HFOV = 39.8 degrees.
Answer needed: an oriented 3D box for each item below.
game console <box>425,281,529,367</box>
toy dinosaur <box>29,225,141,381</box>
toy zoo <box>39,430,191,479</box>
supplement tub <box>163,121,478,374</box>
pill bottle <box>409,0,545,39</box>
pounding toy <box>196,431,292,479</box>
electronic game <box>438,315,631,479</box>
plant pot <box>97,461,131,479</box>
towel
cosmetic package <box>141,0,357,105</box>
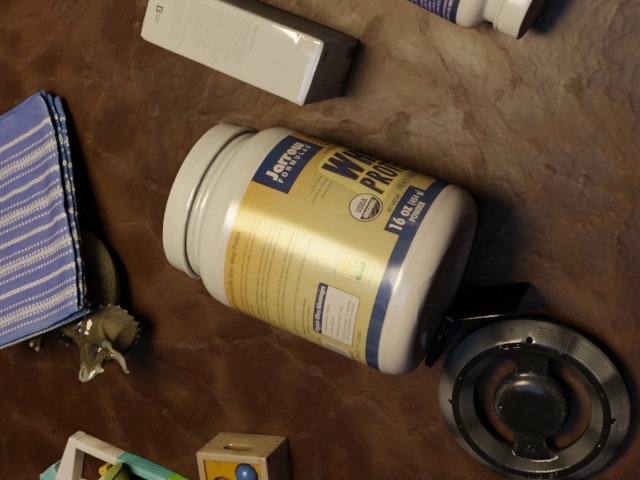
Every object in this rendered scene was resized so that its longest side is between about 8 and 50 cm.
[{"bbox_3d":[0.185,0.098,1.038,0.071,0.122,0.107,25,112,16],"label":"game console"},{"bbox_3d":[-0.345,0.068,1.281,0.160,0.121,0.313,-21,68,18],"label":"toy dinosaur"},{"bbox_3d":[-0.315,0.421,1.390,0.293,0.030,0.192,17,110,19],"label":"toy zoo"},{"bbox_3d":[0.000,0.000,1.035,0.316,0.228,0.228,21,111,17],"label":"supplement tub"},{"bbox_3d":[0.152,-0.296,0.959,0.187,0.112,0.112,31,113,14],"label":"pill bottle"},{"bbox_3d":[-0.123,0.353,1.250,0.141,0.100,0.130,-2,102,24],"label":"pounding toy"},{"bbox_3d":[0.256,0.197,1.074,0.229,0.048,0.229,8,114,19],"label":"electronic game"},{"bbox_3d":[-0.300,0.388,1.320,0.083,0.083,0.079,-39,98,26],"label":"plant pot"},{"bbox_3d":[-0.443,-0.023,1.263,0.243,0.040,0.336,-21,72,27],"label":"towel"},{"bbox_3d":[-0.085,-0.244,1.074,0.231,0.117,0.085,27,113,17],"label":"cosmetic package"}]
